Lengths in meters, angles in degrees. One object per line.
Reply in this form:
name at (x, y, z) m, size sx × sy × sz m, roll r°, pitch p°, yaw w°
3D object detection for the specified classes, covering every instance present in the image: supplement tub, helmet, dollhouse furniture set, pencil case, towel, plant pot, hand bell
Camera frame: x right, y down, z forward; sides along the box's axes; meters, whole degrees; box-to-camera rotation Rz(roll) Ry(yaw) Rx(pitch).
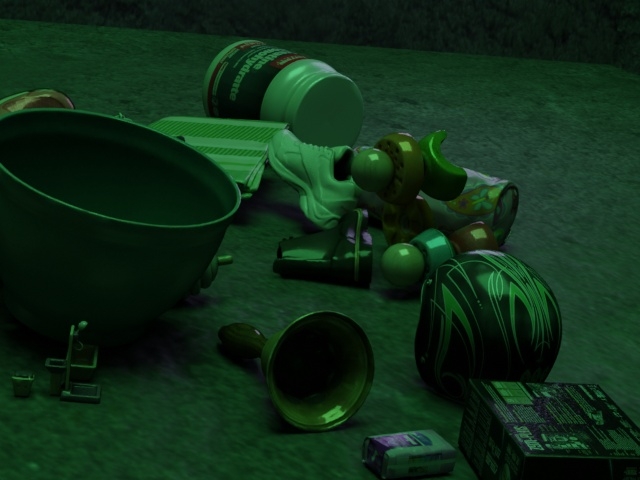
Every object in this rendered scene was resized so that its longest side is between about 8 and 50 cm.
supplement tub at (-0.071, -0.252, 2.587) m, size 0.191 × 0.191 × 0.272 m, roll -7°, pitch 22°, yaw -41°
helmet at (0.192, 0.094, 1.596) m, size 0.169 × 0.161 × 0.169 m, roll 7°, pitch 16°, yaw -2°
dollhouse furniture set at (-0.271, 0.108, 1.481) m, size 0.091 × 0.081 × 0.114 m, roll 6°, pitch 17°, yaw -8°
pencil case at (0.165, -0.067, 2.211) m, size 0.284 × 0.124 × 0.124 m, roll 14°, pitch 18°, yaw 23°
towel at (-0.193, -0.139, 2.271) m, size 0.248 × 0.038 × 0.325 m, roll 5°, pitch 22°, yaw 8°
plant pot at (-0.258, -0.001, 1.610) m, size 0.293 × 0.196 × 0.293 m, roll 16°, pitch 22°, yaw -7°
hand bell at (-0.055, 0.124, 1.547) m, size 0.126 × 0.126 × 0.242 m, roll -2°, pitch 6°, yaw -29°

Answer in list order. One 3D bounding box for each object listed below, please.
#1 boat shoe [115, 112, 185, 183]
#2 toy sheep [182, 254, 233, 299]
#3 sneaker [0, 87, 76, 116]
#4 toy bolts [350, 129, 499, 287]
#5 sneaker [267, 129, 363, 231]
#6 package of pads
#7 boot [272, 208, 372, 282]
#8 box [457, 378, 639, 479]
boat shoe at (-0.240, -0.130, 1.789) m, size 0.206 × 0.065 × 0.075 m, roll 24°, pitch 25°, yaw 39°
toy sheep at (-0.176, 0.033, 1.772) m, size 0.132 × 0.091 × 0.091 m, roll -15°, pitch 22°, yaw -11°
sneaker at (-0.452, -0.102, 1.906) m, size 0.314 × 0.116 × 0.136 m, roll -33°, pitch 24°, yaw -23°
toy bolts at (0.115, -0.015, 1.970) m, size 0.158 × 0.218 × 0.228 m, roll -7°, pitch 57°, yaw -32°
sneaker at (0.003, -0.112, 2.183) m, size 0.090 × 0.115 × 0.232 m, roll 23°, pitch 23°, yaw -46°
package of pads at (0.087, 0.210, 1.389) m, size 0.083 × 0.032 × 0.050 m, roll -1°, pitch 16°, yaw -28°
boot at (0.000, 0.000, 1.993) m, size 0.137 × 0.077 × 0.198 m, roll 1°, pitch 16°, yaw -3°
box at (0.234, 0.208, 1.383) m, size 0.147 × 0.077 × 0.180 m, roll 4°, pitch 17°, yaw -14°
